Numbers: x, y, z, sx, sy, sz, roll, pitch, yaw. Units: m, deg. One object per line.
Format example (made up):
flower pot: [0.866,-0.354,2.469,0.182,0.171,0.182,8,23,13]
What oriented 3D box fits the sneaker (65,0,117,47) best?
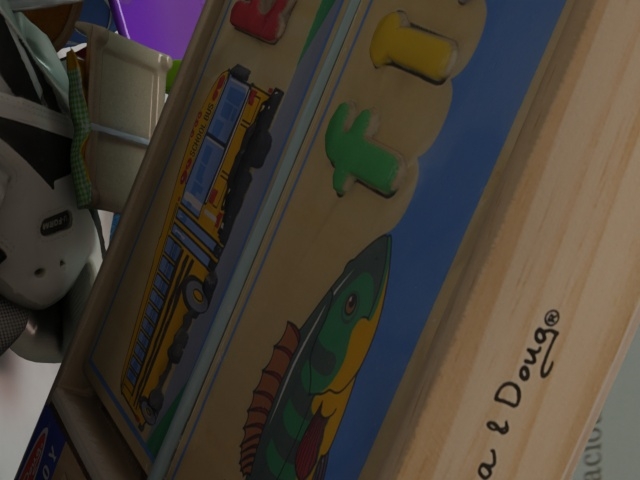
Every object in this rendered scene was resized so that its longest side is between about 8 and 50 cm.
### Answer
sneaker: [-0.167,-0.197,0.791,0.211,0.081,0.080,59,19,-10]

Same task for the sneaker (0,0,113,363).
sneaker: [-0.156,-0.026,0.555,0.330,0.122,0.146,33,44,-67]

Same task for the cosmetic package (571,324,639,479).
cosmetic package: [0.144,0.243,0.612,0.329,0.393,0.327,52,34,-42]

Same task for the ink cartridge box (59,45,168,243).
ink cartridge box: [-0.094,-0.007,0.795,0.175,0.072,0.127,70,18,6]

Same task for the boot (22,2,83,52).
boot: [-0.224,-0.210,0.647,0.211,0.104,0.295,-25,96,-62]

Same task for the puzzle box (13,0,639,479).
puzzle box: [0.000,0.000,0.472,0.052,0.409,0.272,19,7,-25]

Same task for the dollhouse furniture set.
dollhouse furniture set: [-0.083,-0.043,0.646,0.151,0.058,0.076,13,77,-65]

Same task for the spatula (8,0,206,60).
spatula: [-0.148,-0.109,0.650,0.296,0.030,0.084,-9,82,-42]
